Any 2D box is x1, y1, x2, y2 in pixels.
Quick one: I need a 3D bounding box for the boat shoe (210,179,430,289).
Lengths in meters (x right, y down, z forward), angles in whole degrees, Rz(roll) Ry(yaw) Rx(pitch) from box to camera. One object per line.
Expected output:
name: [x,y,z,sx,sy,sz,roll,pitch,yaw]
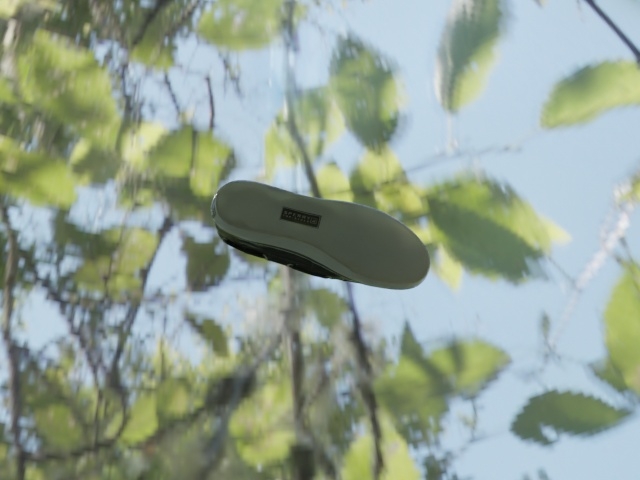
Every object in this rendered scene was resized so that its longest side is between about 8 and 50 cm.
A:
boat shoe: [0.000,0.000,1.197,0.142,0.049,0.040,19,-28,6]
